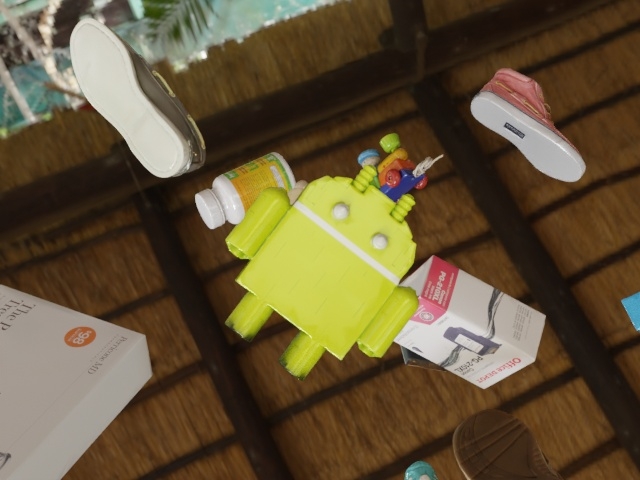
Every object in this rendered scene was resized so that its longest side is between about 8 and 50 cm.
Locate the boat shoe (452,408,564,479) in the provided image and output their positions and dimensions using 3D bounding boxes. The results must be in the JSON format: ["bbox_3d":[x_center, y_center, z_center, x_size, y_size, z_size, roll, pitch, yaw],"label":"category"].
[{"bbox_3d":[0.308,0.378,1.232,0.123,0.123,0.342,-32,-153,-9],"label":"boat shoe"}]

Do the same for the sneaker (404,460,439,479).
[{"bbox_3d":[0.165,0.454,1.390,0.107,0.275,0.110,-4,-126,-7],"label":"sneaker"}]

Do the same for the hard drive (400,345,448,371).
[{"bbox_3d":[0.195,0.190,1.620,0.094,0.022,0.135,13,-142,-21],"label":"hard drive"}]

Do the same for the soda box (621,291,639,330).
[{"bbox_3d":[0.723,0.110,1.686,0.210,0.067,0.071,-29,-112,19],"label":"soda box"}]

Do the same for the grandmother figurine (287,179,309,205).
[{"bbox_3d":[0.000,0.000,1.459,0.104,0.208,0.342,0,178,13],"label":"grandmother figurine"}]

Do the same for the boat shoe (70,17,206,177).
[{"bbox_3d":[-0.297,-0.232,1.363,0.109,0.305,0.091,-41,169,25],"label":"boat shoe"}]

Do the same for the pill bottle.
[{"bbox_3d":[-0.198,-0.125,2.201,0.245,0.136,0.136,-27,-148,-20],"label":"pill bottle"}]

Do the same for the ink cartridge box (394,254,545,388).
[{"bbox_3d":[0.250,0.150,1.491,0.172,0.237,0.100,-50,-166,55],"label":"ink cartridge box"}]

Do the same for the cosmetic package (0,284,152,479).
[{"bbox_3d":[-0.461,0.237,1.167,0.284,0.097,0.377,17,-140,19],"label":"cosmetic package"}]

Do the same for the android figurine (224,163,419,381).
[{"bbox_3d":[0.010,0.033,1.052,0.273,0.248,0.056,-51,-174,-5],"label":"android figurine"}]

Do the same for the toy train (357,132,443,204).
[{"bbox_3d":[0.183,-0.186,1.921,0.105,0.248,0.143,0,-118,-38],"label":"toy train"}]

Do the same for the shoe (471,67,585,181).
[{"bbox_3d":[0.293,-0.160,1.130,0.178,0.063,0.081,37,-119,4],"label":"shoe"}]
